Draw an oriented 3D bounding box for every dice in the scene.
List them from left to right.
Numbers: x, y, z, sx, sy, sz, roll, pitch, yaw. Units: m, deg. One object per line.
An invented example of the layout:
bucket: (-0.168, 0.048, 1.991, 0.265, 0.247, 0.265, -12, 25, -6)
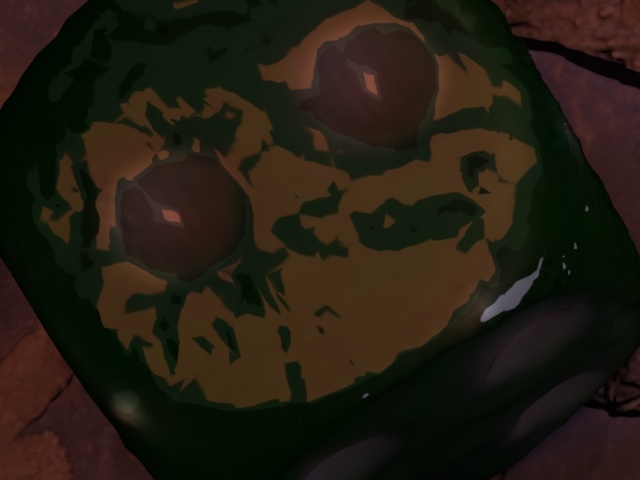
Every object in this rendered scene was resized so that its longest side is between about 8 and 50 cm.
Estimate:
dice: (0.000, 0.000, 0.999, 0.300, 0.297, 0.287, -33, 66, -2)
